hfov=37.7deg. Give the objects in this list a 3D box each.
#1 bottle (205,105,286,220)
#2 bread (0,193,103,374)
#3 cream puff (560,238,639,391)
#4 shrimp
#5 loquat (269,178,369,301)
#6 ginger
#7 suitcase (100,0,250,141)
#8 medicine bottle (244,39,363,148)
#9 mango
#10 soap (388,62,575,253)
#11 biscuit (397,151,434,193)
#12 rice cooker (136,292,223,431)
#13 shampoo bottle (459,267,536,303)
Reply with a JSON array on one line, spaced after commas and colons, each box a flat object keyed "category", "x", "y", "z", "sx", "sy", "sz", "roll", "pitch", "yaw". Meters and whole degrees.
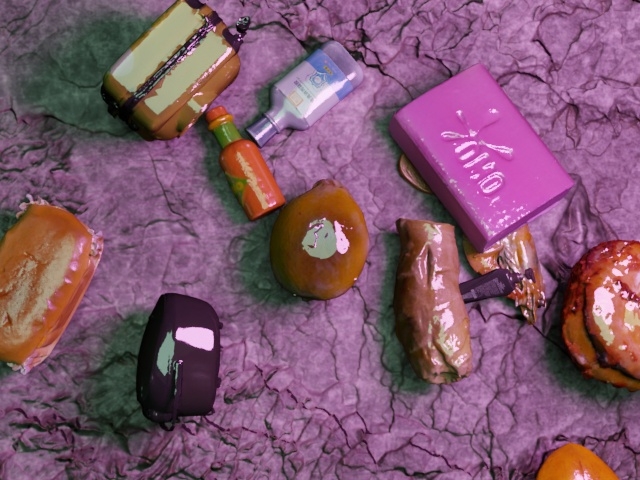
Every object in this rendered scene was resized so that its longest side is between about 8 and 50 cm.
[{"category": "bottle", "x": -0.125, "y": -0.124, "z": 1.473, "sx": 0.069, "sy": 0.069, "sz": 0.187, "roll": -27, "pitch": 85, "yaw": -9}, {"category": "bread", "x": -0.429, "y": 0.067, "z": 1.396, "sx": 0.136, "sy": 0.107, "sz": 0.241, "roll": 27, "pitch": 81, "yaw": 0}, {"category": "cream puff", "x": 0.481, "y": 0.120, "z": 1.469, "sx": 0.240, "sy": 0.164, "sz": 0.240, "roll": 4, "pitch": 79, "yaw": -21}, {"category": "shrimp", "x": 0.299, "y": 0.037, "z": 1.512, "sx": 0.115, "sy": 0.051, "sz": 0.217, "roll": -20, "pitch": 87, "yaw": -2}, {"category": "loquat", "x": 0.000, "y": 0.000, "z": 1.435, "sx": 0.152, "sy": 0.152, "sz": 0.195, "roll": 14, "pitch": 90, "yaw": -5}, {"category": "ginger", "x": 0.169, "y": 0.094, "z": 1.457, "sx": 0.109, "sy": 0.116, "sz": 0.263, "roll": -2, "pitch": 79, "yaw": -17}, {"category": "suitcase", "x": -0.215, "y": -0.255, "z": 1.413, "sx": 0.143, "sy": 0.194, "sz": 0.235, "roll": 45, "pitch": 81, "yaw": -10}, {"category": "medicine bottle", "x": -0.031, "y": -0.228, "z": 1.500, "sx": 0.208, "sy": 0.054, "sz": 0.090, "roll": -41, "pitch": 91, "yaw": -9}, {"category": "mango", "x": 0.404, "y": 0.445, "z": 1.437, "sx": 0.187, "sy": 0.138, "sz": 0.257, "roll": 7, "pitch": 79, "yaw": 12}, {"category": "soap", "x": 0.253, "y": -0.132, "z": 1.485, "sx": 0.181, "sy": 0.081, "sz": 0.259, "roll": -31, "pitch": 77, "yaw": -13}, {"category": "biscuit", "x": 0.173, "y": -0.120, "z": 1.532, "sx": 0.091, "sy": 0.015, "sz": 0.078, "roll": 41, "pitch": 79, "yaw": -1}, {"category": "rice cooker", "x": -0.211, "y": 0.180, "z": 1.392, "sx": 0.118, "sy": 0.142, "sz": 0.203, "roll": 6, "pitch": 86, "yaw": -18}, {"category": "shampoo bottle", "x": 0.270, "y": 0.071, "z": 1.481, "sx": 0.137, "sy": 0.027, "sz": 0.048, "roll": -20, "pitch": 109, "yaw": 25}]
